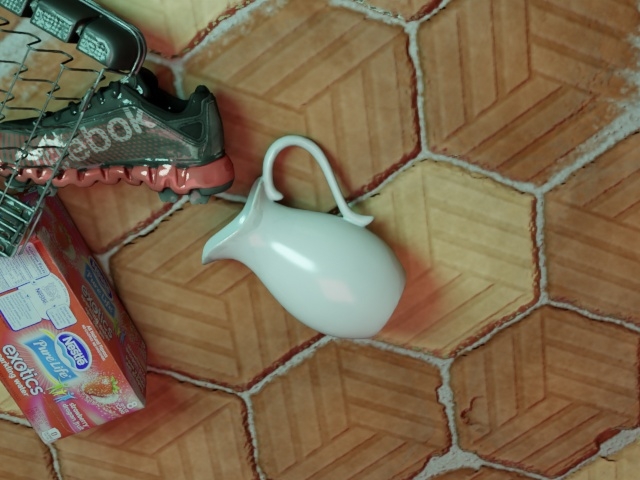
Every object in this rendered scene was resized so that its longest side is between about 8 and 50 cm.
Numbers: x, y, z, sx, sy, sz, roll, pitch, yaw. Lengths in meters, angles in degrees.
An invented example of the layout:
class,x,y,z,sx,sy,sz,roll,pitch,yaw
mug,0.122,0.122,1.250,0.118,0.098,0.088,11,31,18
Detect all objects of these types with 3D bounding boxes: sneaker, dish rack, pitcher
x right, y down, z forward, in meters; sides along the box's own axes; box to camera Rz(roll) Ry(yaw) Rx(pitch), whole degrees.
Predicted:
class,x,y,z,sx,sy,sz,roll,pitch,yaw
sneaker,-0.225,-0.114,1.311,0.276,0.097,0.135,2,109,2
dish rack,-0.318,-0.127,1.238,0.208,0.074,0.271,30,104,4
pitcher,0.000,0.000,1.397,0.207,0.125,0.177,30,99,-9

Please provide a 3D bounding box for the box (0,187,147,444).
class,x,y,z,sx,sy,sz,roll,pitch,yaw
box,-0.301,0.082,1.405,0.128,0.122,0.256,-21,121,8
